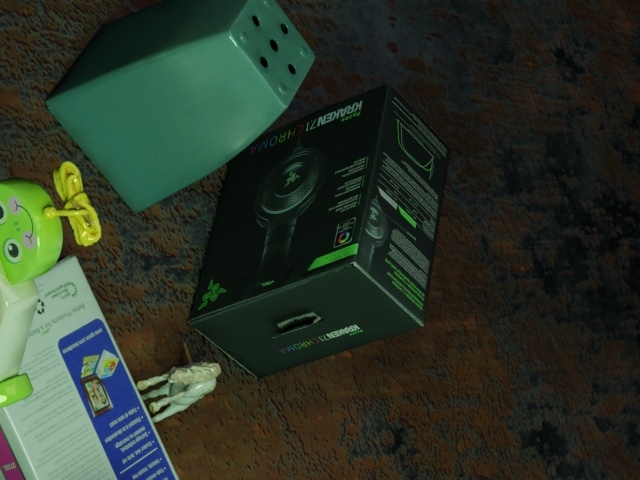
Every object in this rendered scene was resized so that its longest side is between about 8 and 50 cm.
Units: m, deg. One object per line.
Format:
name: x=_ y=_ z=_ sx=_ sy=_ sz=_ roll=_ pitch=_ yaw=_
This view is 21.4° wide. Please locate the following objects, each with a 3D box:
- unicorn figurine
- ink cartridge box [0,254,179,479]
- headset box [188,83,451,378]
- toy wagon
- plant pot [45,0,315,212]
unicorn figurine: x=-0.148 y=0.154 z=1.776 sx=0.111 sy=0.162 sz=0.060 roll=-22 pitch=97 yaw=-28
ink cartridge box: x=-0.233 y=0.213 z=1.655 sx=0.176 sy=0.069 sz=0.371 roll=-31 pitch=96 yaw=-54
headset box: x=0.000 y=0.000 z=1.919 sx=0.131 sy=0.246 sz=0.283 roll=42 pitch=44 yaw=-34
toy wagon: x=-0.324 y=0.019 z=1.388 sx=0.068 sy=0.344 sz=0.267 roll=-22 pitch=91 yaw=-53
plant pot: x=-0.137 y=-0.173 z=1.832 sx=0.166 sy=0.234 sz=0.165 roll=52 pitch=39 yaw=-22
